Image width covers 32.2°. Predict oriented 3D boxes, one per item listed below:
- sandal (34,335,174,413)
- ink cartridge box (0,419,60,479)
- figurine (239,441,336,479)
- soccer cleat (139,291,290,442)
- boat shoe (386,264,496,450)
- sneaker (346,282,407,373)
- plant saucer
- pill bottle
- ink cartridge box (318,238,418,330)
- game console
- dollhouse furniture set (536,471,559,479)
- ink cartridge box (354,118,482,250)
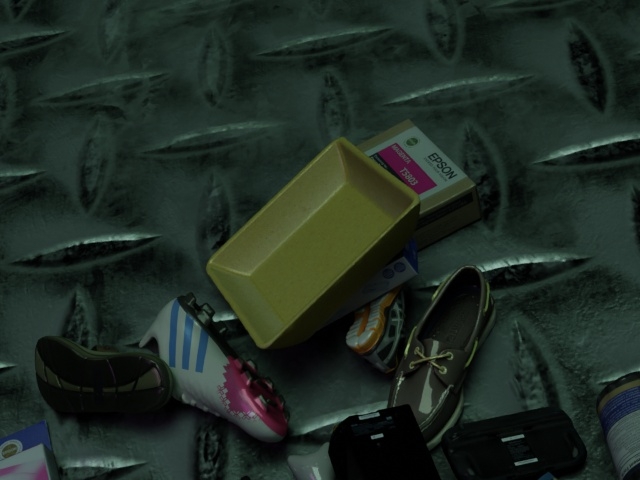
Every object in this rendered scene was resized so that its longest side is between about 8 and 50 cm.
[{"bbox_3d":[-0.351,0.223,1.799,0.303,0.120,0.086,6,6,31],"label":"sandal"},{"bbox_3d":[-0.547,0.437,1.662,0.324,0.071,0.330,-23,47,-6],"label":"ink cartridge box"},{"bbox_3d":[-0.043,0.393,1.557,0.215,0.092,0.209,-22,41,-7],"label":"figurine"},{"bbox_3d":[-0.172,0.226,1.750,0.143,0.116,0.331,-45,51,4],"label":"soccer cleat"},{"bbox_3d":[0.180,0.177,1.690,0.117,0.096,0.324,14,52,26],"label":"boat shoe"},{"bbox_3d":[0.102,0.132,1.774,0.084,0.083,0.215,-29,18,32],"label":"sneaker"},{"bbox_3d":[-0.005,0.013,1.801,0.333,0.081,0.333,-44,30,0],"label":"plant saucer"},{"bbox_3d":[0.456,0.293,1.484,0.123,0.123,0.219,-12,45,4],"label":"pill bottle"},{"bbox_3d":[0.060,0.064,1.799,0.207,0.046,0.097,-31,25,20],"label":"ink cartridge box"},{"bbox_3d":[0.202,0.315,1.534,0.361,0.044,0.213,-9,51,-15],"label":"game console"},{"bbox_3d":[0.304,0.472,1.353,0.286,0.303,0.198,40,106,18],"label":"dollhouse furniture set"},{"bbox_3d":[0.141,-0.091,1.967,0.193,0.088,0.234,-29,45,-11],"label":"ink cartridge box"}]
